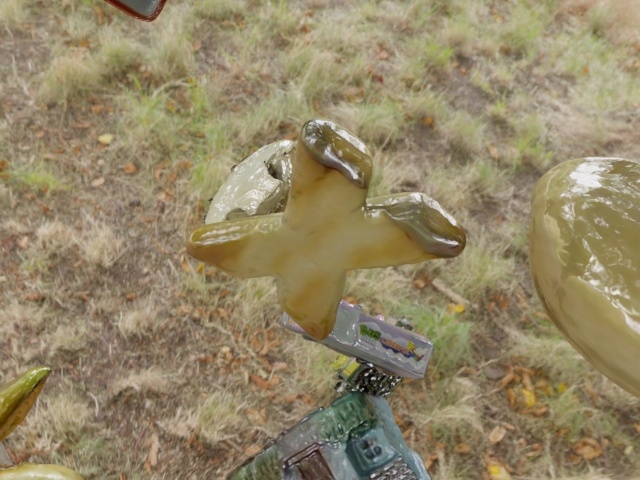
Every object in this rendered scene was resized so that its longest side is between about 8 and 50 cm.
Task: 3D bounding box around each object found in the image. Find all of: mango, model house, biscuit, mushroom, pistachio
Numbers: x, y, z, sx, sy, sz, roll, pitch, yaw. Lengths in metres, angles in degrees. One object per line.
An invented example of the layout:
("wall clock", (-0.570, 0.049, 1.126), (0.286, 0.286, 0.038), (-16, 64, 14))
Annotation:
("mango", (-0.498, 0.264, 1.046), (0.187, 0.101, 0.066), (-43, 91, 12))
("model house", (0.045, 0.548, 1.352), (0.360, 0.297, 0.339), (-35, 66, 6))
("biscuit", (-0.001, -0.001, 0.558), (0.164, 0.208, 0.047), (38, 45, -16))
("mushroom", (-0.135, -0.090, 1.521), (0.156, 0.151, 0.286), (32, 78, 41))
("pistachio", (0.309, 0.042, 0.632), (0.162, 0.181, 0.293), (10, 37, -53))

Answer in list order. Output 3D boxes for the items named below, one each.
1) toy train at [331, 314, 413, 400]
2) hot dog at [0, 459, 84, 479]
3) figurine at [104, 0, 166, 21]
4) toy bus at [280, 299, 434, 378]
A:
("toy train", (0.143, 0.302, 1.684), (0.134, 0.177, 0.261), (44, 82, -10))
("hot dog", (-0.427, 0.507, 0.960), (0.185, 0.223, 0.405), (-2, 93, -20))
("figurine", (-0.247, -0.435, 0.842), (0.183, 0.226, 0.160), (27, 66, -16))
("toy bus", (0.081, 0.190, 1.337), (0.317, 0.138, 0.112), (26, 78, -30))
